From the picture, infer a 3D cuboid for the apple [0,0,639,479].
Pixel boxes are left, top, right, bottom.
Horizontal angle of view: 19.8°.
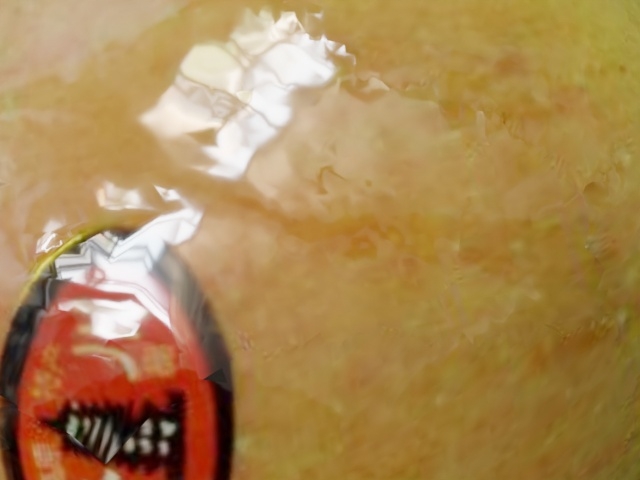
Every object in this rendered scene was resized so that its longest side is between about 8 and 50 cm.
[{"bbox_3d":[0.000,0.000,0.621,0.338,0.305,0.338,-6,90,-81],"label":"apple"}]
